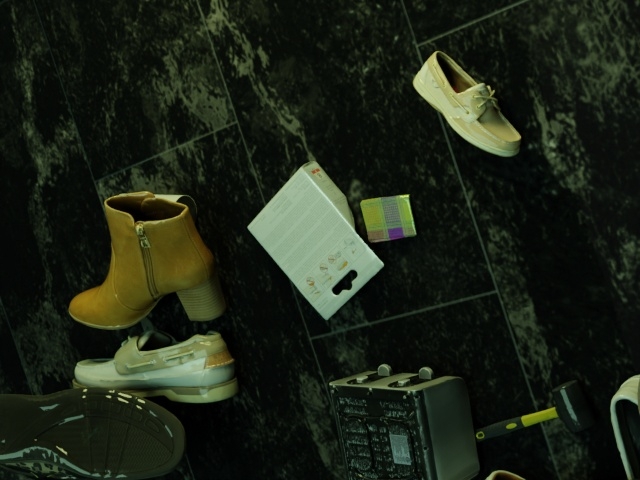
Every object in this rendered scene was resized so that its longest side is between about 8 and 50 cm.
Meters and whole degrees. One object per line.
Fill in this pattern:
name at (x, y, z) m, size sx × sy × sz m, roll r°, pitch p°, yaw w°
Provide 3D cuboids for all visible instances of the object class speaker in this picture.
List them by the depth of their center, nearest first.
speaker at (-0.256, -0.044, 1.999) m, size 0.136 × 0.055 × 0.055 m, roll 2°, pitch 104°, yaw 38°

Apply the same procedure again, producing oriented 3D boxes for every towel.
towel at (0.092, -0.030, 1.761) m, size 0.083 × 0.009 × 0.060 m, roll -9°, pitch 96°, yaw 38°

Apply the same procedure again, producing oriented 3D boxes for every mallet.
mallet at (0.266, 0.223, 1.681) m, size 0.190 × 0.039 × 0.062 m, roll -17°, pitch 92°, yaw 44°

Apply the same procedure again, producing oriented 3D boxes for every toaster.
toaster at (0.113, 0.264, 1.750) m, size 0.168 × 0.110 × 0.185 m, roll -3°, pitch 101°, yaw 46°

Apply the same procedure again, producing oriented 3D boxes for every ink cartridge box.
ink cartridge box at (0.000, 0.000, 1.829) m, size 0.179 × 0.045 × 0.145 m, roll 48°, pitch 126°, yaw 6°

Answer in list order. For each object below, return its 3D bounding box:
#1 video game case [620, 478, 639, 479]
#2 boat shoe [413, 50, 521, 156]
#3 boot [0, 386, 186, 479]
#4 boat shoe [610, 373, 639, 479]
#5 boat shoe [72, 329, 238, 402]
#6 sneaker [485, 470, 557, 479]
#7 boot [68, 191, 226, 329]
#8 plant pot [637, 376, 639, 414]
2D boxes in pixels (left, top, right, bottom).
video game case at (0.376, 0.382, 1.561) m, size 0.196 × 0.026 × 0.274 m, roll 66°, pitch 158°, yaw 4°
boat shoe at (0.186, -0.171, 1.614) m, size 0.170 × 0.063 × 0.059 m, roll 43°, pitch 130°, yaw 22°
boot at (-0.365, 0.329, 2.069) m, size 0.378 × 0.284 × 0.138 m, roll -2°, pitch 71°, yaw 10°
boat shoe at (0.413, 0.293, 1.547) m, size 0.096 × 0.088 × 0.267 m, roll -15°, pitch 92°, yaw 39°
boat shoe at (-0.262, 0.190, 2.042) m, size 0.302 × 0.113 × 0.103 m, roll -3°, pitch 99°, yaw 28°
sneaker at (0.223, 0.365, 1.708) m, size 0.290 × 0.106 × 0.123 m, roll -21°, pitch 76°, yaw 48°
boot at (-0.290, 0.025, 1.976) m, size 0.295 × 0.104 × 0.211 m, roll -3°, pitch 125°, yaw 28°
plant pot at (0.458, 0.159, 1.426) m, size 0.167 × 0.165 × 0.166 m, roll 11°, pitch 108°, yaw 35°
